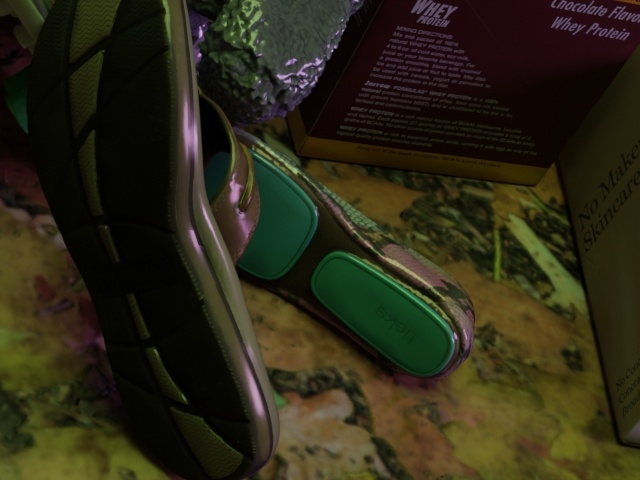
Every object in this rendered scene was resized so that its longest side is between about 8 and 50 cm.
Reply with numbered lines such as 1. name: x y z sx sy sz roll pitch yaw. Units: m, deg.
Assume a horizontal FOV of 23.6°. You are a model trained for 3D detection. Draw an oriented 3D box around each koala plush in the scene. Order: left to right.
1. koala plush: -0.082 -0.172 0.899 0.196 0.221 0.203 52 56 -16

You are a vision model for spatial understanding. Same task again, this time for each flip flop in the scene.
1. flip flop: -0.071 -0.012 0.785 0.080 0.112 0.277 -28 105 -48

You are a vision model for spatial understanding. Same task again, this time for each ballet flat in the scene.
1. ballet flat: 0.000 0.000 0.922 0.221 0.077 0.079 36 24 -2

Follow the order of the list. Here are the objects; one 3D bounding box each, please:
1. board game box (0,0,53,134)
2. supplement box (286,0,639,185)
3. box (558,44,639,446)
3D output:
1. board game box: -0.256 -0.265 0.823 0.050 0.390 0.390 -29 65 -2
2. supplement box: 0.093 -0.156 1.019 0.191 0.194 0.129 6 48 -25
3. box: 0.255 -0.020 1.021 0.121 0.148 0.311 13 44 -18
